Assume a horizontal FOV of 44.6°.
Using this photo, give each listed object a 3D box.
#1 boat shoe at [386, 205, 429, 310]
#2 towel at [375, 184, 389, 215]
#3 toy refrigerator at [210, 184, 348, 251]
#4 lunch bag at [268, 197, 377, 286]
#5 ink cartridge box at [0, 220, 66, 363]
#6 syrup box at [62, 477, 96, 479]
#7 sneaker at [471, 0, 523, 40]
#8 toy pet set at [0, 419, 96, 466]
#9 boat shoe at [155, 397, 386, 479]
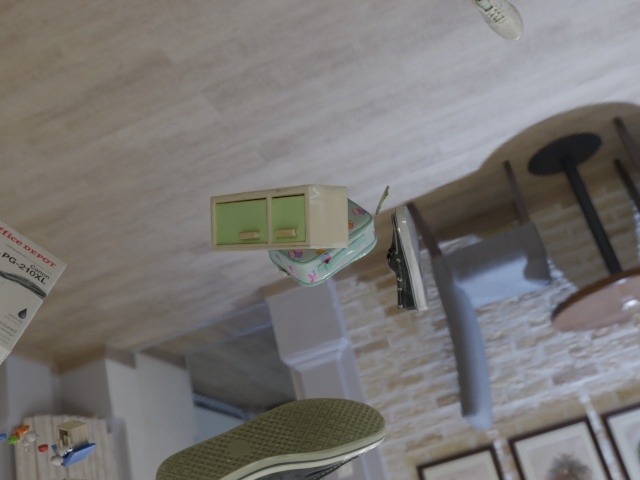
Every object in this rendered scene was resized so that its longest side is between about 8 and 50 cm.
[{"bbox_3d":[0.102,0.027,0.962,0.040,0.049,0.142,-8,113,15],"label":"boat shoe"},{"bbox_3d":[0.138,-0.089,1.722,0.083,0.009,0.060,-63,179,-75],"label":"towel"},{"bbox_3d":[-0.079,-0.034,1.324,0.094,0.102,0.269,0,179,-43],"label":"toy refrigerator"},{"bbox_3d":[0.000,0.000,2.083,0.279,0.224,0.108,-34,136,-22],"label":"lunch bag"},{"bbox_3d":[-0.562,0.087,1.309,0.172,0.237,0.100,37,122,-17],"label":"ink cartridge box"},{"bbox_3d":[-0.209,0.360,0.959,0.093,0.096,0.237,8,167,44],"label":"syrup box"},{"bbox_3d":[0.279,-0.386,1.284,0.053,0.061,0.152,-31,110,35],"label":"sneaker"},{"bbox_3d":[-0.427,0.332,1.234,0.122,0.065,0.114,2,-172,36],"label":"toy pet set"},{"bbox_3d":[-0.096,0.473,1.649,0.500,0.187,0.156,-18,122,-16],"label":"boat shoe"}]
